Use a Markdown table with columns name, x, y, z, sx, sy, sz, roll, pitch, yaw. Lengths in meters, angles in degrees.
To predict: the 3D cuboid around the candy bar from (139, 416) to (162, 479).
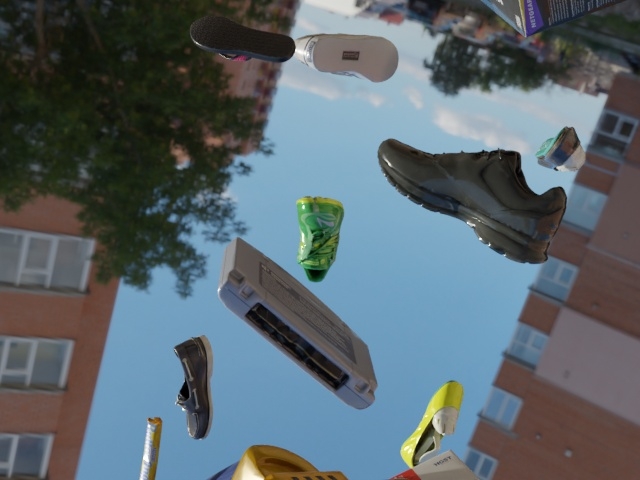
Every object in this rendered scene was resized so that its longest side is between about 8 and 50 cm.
| name | x | y | z | sx | sy | sz | roll | pitch | yaw |
| --- | --- | --- | --- | --- | --- | --- | --- | --- | --- |
| candy bar | -0.322 | 0.412 | 1.524 | 0.040 | 0.162 | 0.018 | -1 | 167 | 31 |

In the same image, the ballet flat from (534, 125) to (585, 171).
| name | x | y | z | sx | sy | sz | roll | pitch | yaw |
| --- | --- | --- | --- | --- | --- | --- | --- | --- | --- |
| ballet flat | 0.410 | -0.147 | 1.361 | 0.074 | 0.074 | 0.203 | 19 | -177 | 7 |

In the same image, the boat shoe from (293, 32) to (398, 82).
| name | x | y | z | sx | sy | sz | roll | pitch | yaw |
| --- | --- | --- | --- | --- | --- | --- | --- | --- | --- |
| boat shoe | 0.052 | -0.382 | 1.674 | 0.267 | 0.096 | 0.088 | -11 | -152 | -42 |

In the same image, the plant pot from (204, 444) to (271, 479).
| name | x | y | z | sx | sy | sz | roll | pitch | yaw |
| --- | --- | --- | --- | --- | --- | --- | --- | --- | --- |
| plant pot | -0.115 | 0.549 | 1.444 | 0.236 | 0.236 | 0.212 | 46 | -149 | -13 |

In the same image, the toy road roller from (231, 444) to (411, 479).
| name | x | y | z | sx | sy | sz | roll | pitch | yaw |
| --- | --- | --- | --- | --- | --- | --- | --- | --- | --- |
| toy road roller | -0.007 | 0.436 | 1.250 | 0.329 | 0.203 | 0.240 | 12 | -161 | -41 |

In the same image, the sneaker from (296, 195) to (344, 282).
| name | x | y | z | sx | sy | sz | roll | pitch | yaw |
| --- | --- | --- | --- | --- | --- | --- | --- | --- | --- |
| sneaker | 0.000 | 0.000 | 1.839 | 0.109 | 0.296 | 0.124 | 0 | -121 | 3 |

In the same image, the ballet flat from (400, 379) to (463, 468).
| name | x | y | z | sx | sy | sz | roll | pitch | yaw |
| --- | --- | --- | --- | --- | --- | --- | --- | --- | --- |
| ballet flat | 0.252 | 0.412 | 1.760 | 0.077 | 0.231 | 0.077 | 20 | -156 | -23 |

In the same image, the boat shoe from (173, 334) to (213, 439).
| name | x | y | z | sx | sy | sz | roll | pitch | yaw |
| --- | --- | --- | --- | --- | --- | --- | --- | --- | --- |
| boat shoe | -0.229 | 0.262 | 1.413 | 0.064 | 0.206 | 0.075 | -10 | -153 | -31 |

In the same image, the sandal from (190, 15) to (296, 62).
| name | x | y | z | sx | sy | sz | roll | pitch | yaw |
| --- | --- | --- | --- | --- | --- | --- | --- | --- | --- |
| sandal | -0.124 | -0.305 | 1.268 | 0.179 | 0.067 | 0.040 | 17 | 155 | 13 |

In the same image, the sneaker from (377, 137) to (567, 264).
| name | x | y | z | sx | sy | sz | roll | pitch | yaw |
| --- | --- | --- | --- | --- | --- | --- | --- | --- | --- |
| sneaker | 0.214 | -0.084 | 1.141 | 0.286 | 0.130 | 0.109 | 31 | -160 | 16 |

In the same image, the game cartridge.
| name | x | y | z | sx | sy | sz | roll | pitch | yaw |
| --- | --- | --- | --- | --- | --- | --- | --- | --- | --- |
| game cartridge | -0.037 | 0.122 | 1.253 | 0.294 | 0.060 | 0.196 | 41 | -164 | -15 |

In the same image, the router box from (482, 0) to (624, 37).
| name | x | y | z | sx | sy | sz | roll | pitch | yaw |
| --- | --- | --- | --- | --- | --- | --- | --- | --- | --- |
| router box | 0.356 | -0.422 | 1.199 | 0.242 | 0.081 | 0.309 | -19 | -148 | 3 |

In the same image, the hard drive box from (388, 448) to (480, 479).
| name | x | y | z | sx | sy | sz | roll | pitch | yaw |
| --- | --- | --- | --- | --- | --- | --- | --- | --- | --- |
| hard drive box | 0.225 | 0.507 | 1.459 | 0.181 | 0.089 | 0.232 | -22 | -156 | -16 |
